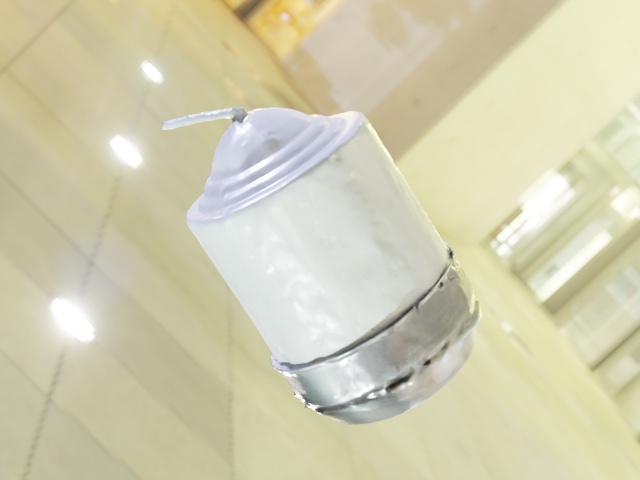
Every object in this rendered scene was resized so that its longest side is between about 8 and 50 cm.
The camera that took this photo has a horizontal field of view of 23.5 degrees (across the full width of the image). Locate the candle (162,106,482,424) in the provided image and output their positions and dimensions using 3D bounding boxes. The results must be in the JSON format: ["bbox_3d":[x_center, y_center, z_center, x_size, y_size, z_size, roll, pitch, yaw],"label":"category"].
[{"bbox_3d":[0.000,0.000,1.545,0.342,0.221,0.221,58,4,-17],"label":"candle"}]
